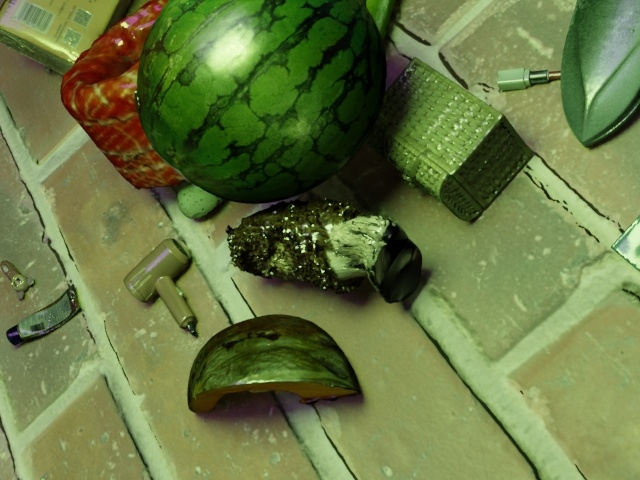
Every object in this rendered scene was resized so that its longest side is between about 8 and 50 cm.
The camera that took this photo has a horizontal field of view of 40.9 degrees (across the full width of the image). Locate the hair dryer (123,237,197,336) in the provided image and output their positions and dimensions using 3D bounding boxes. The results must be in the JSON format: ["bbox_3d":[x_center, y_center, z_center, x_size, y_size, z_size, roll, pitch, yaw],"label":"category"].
[{"bbox_3d":[-0.253,0.092,1.474,0.117,0.064,0.182,-42,61,6],"label":"hair dryer"}]

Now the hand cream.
[{"bbox_3d":[-0.523,0.147,1.628,0.163,0.039,0.062,-30,53,10],"label":"hand cream"}]

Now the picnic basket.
[{"bbox_3d":[0.176,-0.143,1.266,0.154,0.134,0.196,-51,52,4],"label":"picnic basket"}]

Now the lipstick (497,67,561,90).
[{"bbox_3d":[0.321,-0.245,1.292,0.107,0.025,0.025,0,69,26],"label":"lipstick"}]

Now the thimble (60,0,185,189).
[{"bbox_3d":[-0.254,-0.265,1.475,0.350,0.231,0.350,-22,37,18],"label":"thimble"}]

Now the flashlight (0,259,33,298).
[{"bbox_3d":[-0.614,0.071,1.718,0.110,0.031,0.052,36,89,38],"label":"flashlight"}]

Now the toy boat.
[{"bbox_3d":[0.420,-0.283,1.211,0.141,0.092,0.320,16,84,35],"label":"toy boat"}]

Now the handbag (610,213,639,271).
[{"bbox_3d":[0.482,0.029,1.048,0.144,0.057,0.221,-49,52,9],"label":"handbag"}]

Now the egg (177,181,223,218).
[{"bbox_3d":[-0.208,-0.089,1.509,0.085,0.085,0.110,24,89,37],"label":"egg"}]

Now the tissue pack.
[{"bbox_3d":[-0.532,-0.515,1.861,0.238,0.238,0.306,18,78,36],"label":"tissue pack"}]

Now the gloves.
[{"bbox_3d":[0.000,0.007,1.275,0.312,0.210,0.135,8,88,27],"label":"gloves"}]

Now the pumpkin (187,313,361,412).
[{"bbox_3d":[-0.107,0.169,1.268,0.312,0.169,0.148,-14,64,26],"label":"pumpkin"}]

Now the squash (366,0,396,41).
[{"bbox_3d":[0.102,-0.470,1.487,0.101,0.101,0.379,12,77,35],"label":"squash"}]

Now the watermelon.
[{"bbox_3d":[-0.077,-0.224,1.195,0.363,0.363,0.363,-14,62,26],"label":"watermelon"}]
